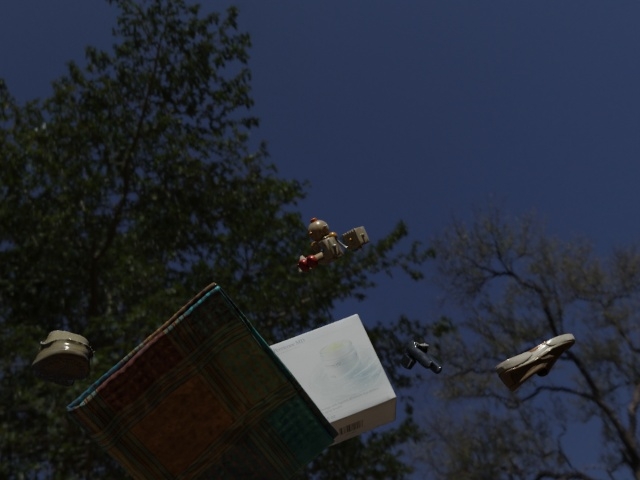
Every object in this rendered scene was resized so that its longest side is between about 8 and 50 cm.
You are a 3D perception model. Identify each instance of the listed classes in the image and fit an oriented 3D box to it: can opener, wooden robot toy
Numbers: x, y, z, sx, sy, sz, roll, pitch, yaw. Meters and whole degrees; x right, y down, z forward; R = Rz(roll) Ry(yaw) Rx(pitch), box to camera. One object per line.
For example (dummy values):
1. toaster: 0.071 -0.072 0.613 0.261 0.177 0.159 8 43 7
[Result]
1. can opener: 0.243 0.279 1.818 0.059 0.186 0.073 19 -92 -14
2. wooden robot toy: 0.000 0.000 1.265 0.076 0.079 0.173 -18 -6 -36

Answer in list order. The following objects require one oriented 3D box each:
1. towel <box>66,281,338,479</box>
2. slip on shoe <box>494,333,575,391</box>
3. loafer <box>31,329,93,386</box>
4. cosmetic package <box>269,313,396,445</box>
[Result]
1. towel: -0.153 0.273 1.147 0.271 0.040 0.370 -42 -57 -14
2. slip on shoe: 0.307 0.171 1.092 0.135 0.041 0.051 -16 -23 -28
3. loafer: -0.266 0.117 0.804 0.056 0.050 0.148 18 -23 -22
4. cosmetic package: 0.024 0.319 1.743 0.224 0.225 0.138 -20 -34 -9
